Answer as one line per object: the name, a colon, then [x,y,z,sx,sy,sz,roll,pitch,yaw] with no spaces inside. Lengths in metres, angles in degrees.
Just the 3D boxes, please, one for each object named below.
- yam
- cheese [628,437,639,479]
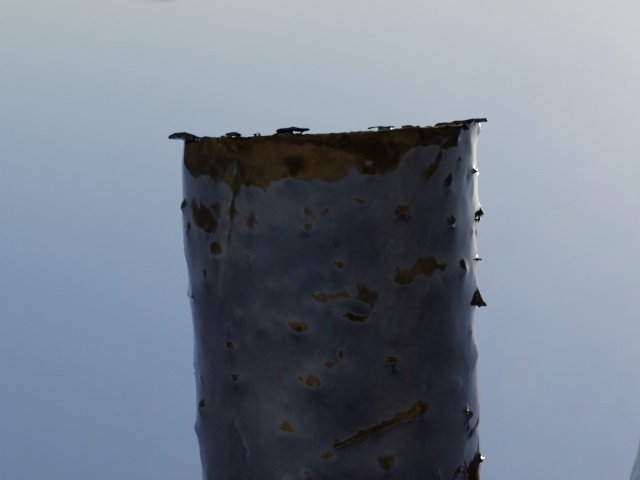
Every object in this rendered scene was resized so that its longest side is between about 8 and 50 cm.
yam: [0.009,0.059,0.675,0.128,0.238,0.129,-13,-165,-37]
cheese: [0.370,0.268,1.106,0.332,0.153,0.292,20,176,9]
